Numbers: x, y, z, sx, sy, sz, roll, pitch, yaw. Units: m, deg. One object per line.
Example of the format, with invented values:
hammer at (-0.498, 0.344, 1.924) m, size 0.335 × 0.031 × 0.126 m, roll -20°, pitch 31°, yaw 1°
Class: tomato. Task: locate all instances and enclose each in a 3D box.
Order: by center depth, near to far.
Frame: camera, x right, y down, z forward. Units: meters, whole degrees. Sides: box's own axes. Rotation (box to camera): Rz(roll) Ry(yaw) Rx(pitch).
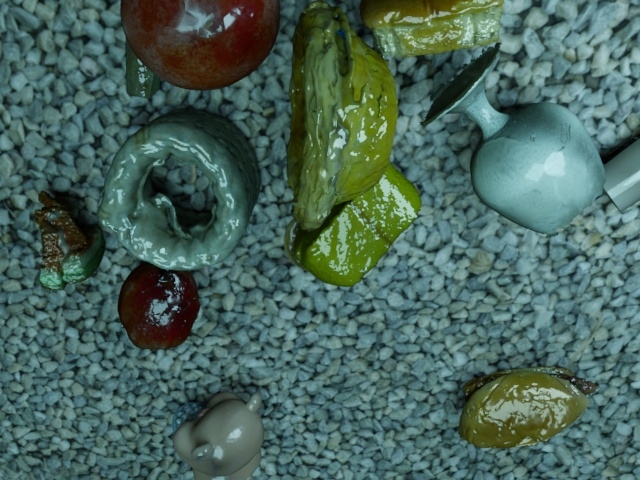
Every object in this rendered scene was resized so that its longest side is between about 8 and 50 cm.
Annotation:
tomato at (-0.193, -0.378, 1.135) m, size 0.264 × 0.265 × 0.265 m, roll 0°, pitch 117°, yaw 1°

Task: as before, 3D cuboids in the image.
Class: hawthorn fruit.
hawthorn fruit at (-0.327, 0.119, 1.434) m, size 0.181 × 0.181 × 0.235 m, roll 21°, pitch 131°, yaw -10°

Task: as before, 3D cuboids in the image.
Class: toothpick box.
toothpick box at (0.628, -0.149, 1.328) m, size 0.180 × 0.111 × 0.111 m, roll -37°, pitch 111°, yaw 19°

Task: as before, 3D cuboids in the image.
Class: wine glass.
wine glass at (0.352, -0.174, 1.251) m, size 0.323 × 0.238 × 0.238 m, roll 40°, pitch 111°, yaw -12°

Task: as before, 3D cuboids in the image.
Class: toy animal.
toy animal at (-0.230, 0.487, 1.616) m, size 0.229 × 0.210 × 0.221 m, roll -10°, pitch 114°, yaw 45°

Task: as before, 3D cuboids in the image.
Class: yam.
yam at (-0.325, -0.349, 1.260) m, size 0.068 × 0.068 × 0.169 m, roll 4°, pitch 118°, yaw -2°

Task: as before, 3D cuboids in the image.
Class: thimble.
thimble at (-0.267, -0.097, 1.321) m, size 0.291 × 0.195 × 0.292 m, roll 2°, pitch 115°, yaw 5°

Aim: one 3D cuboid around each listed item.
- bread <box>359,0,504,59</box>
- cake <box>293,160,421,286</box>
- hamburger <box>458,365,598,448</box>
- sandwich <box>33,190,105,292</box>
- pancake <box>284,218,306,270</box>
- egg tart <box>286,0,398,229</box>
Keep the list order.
bread at (0.190, -0.386, 1.176) m, size 0.245 × 0.174 × 0.121 m, roll -4°, pitch 117°, yaw 8°
cake at (0.065, -0.038, 1.340) m, size 0.156 × 0.179 × 0.260 m, roll 43°, pitch 93°, yaw -16°
hamburger at (0.454, 0.374, 1.582) m, size 0.245 × 0.155 × 0.282 m, roll 34°, pitch 108°, yaw -8°
sandwich at (-0.509, -0.004, 1.379) m, size 0.109 × 0.185 × 0.160 m, roll -7°, pitch 120°, yaw -4°
pancake at (0.000, 0.000, 1.458) m, size 0.158 × 0.028 × 0.158 m, roll -1°, pitch 116°, yaw -2°
egg tart at (0.024, -0.203, 1.166) m, size 0.168 × 0.388 × 0.388 m, roll 2°, pitch 118°, yaw -11°
